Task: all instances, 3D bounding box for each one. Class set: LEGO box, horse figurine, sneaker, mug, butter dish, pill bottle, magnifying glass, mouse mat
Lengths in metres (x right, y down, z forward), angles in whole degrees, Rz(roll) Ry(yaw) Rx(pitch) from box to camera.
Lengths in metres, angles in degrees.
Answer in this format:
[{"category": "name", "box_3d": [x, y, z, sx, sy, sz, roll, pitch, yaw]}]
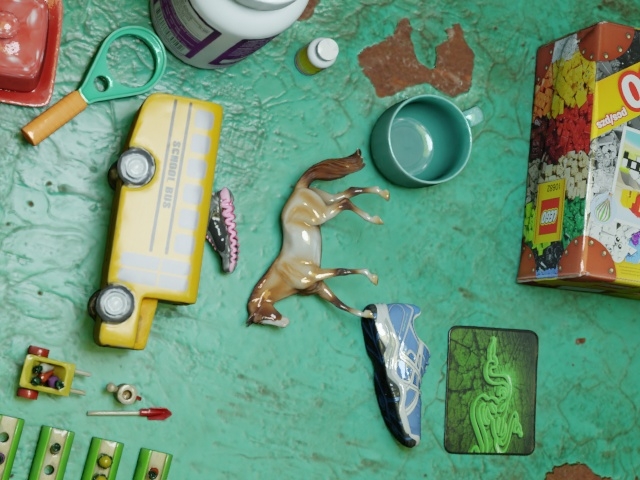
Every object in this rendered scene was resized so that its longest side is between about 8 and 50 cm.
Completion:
[{"category": "LEGO box", "box_3d": [0.571, -0.091, 1.899, 0.500, 0.193, 0.372, 8, 83, -20]}, {"category": "horse figurine", "box_3d": [0.000, 0.000, 1.735, 0.175, 0.066, 0.263, 7, 91, 7]}, {"category": "sneaker", "box_3d": [0.121, 0.188, 1.772, 0.081, 0.080, 0.211, -10, 91, -18]}, {"category": "mug", "box_3d": [0.150, -0.138, 1.798, 0.158, 0.097, 0.129, 8, 83, -20]}, {"category": "butter dish", "box_3d": [-0.407, -0.263, 1.590, 0.160, 0.118, 0.160, 9, 84, -19]}, {"category": "pill bottle", "box_3d": [-0.108, -0.329, 1.607, 0.169, 0.301, 0.169, 2, 86, -20]}, {"category": "magnifying glass", "box_3d": [-0.300, -0.203, 1.661, 0.231, 0.026, 0.092, -41, 108, -23]}, {"category": "sneaker", "box_3d": [-0.142, -0.012, 1.716, 0.057, 0.047, 0.119, -7, 88, 1]}, {"category": "pill bottle", "box_3d": [-0.004, -0.260, 1.757, 0.043, 0.083, 0.043, 1, 86, -20]}, {"category": "mouse mat", "box_3d": [0.255, 0.223, 1.860, 0.153, 0.007, 0.189, 4, 85, -20]}]

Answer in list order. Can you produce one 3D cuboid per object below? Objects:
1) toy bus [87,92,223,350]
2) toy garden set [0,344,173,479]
[{"category": "toy bus", "box_3d": [-0.219, -0.020, 1.643, 0.130, 0.108, 0.332, 9, 82, -15]}, {"category": "toy garden set", "box_3d": [-0.306, 0.259, 1.626, 0.244, 0.049, 0.203, 16, 81, -18]}]
